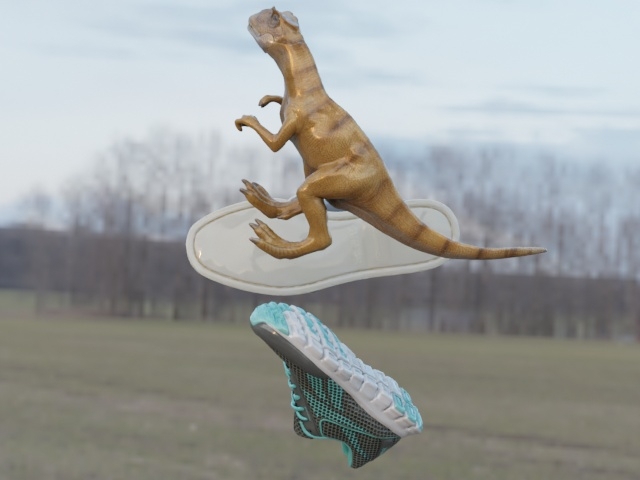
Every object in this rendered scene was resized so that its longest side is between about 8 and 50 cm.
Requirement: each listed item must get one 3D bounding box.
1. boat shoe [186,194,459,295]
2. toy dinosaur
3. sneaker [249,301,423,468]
[{"bbox_3d":[0.000,0.000,1.728,0.254,0.095,0.079,-9,-2,-9],"label":"boat shoe"},{"bbox_3d":[0.016,-0.033,1.037,0.112,0.211,0.064,-38,8,19],"label":"toy dinosaur"},{"bbox_3d":[0.000,0.115,1.397,0.166,0.076,0.065,41,12,-21],"label":"sneaker"}]
